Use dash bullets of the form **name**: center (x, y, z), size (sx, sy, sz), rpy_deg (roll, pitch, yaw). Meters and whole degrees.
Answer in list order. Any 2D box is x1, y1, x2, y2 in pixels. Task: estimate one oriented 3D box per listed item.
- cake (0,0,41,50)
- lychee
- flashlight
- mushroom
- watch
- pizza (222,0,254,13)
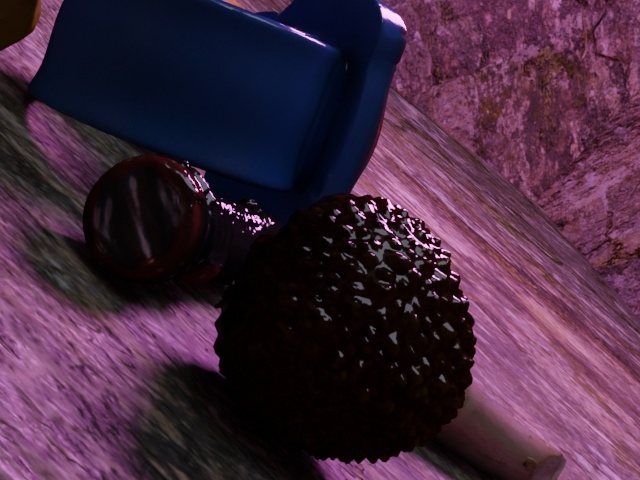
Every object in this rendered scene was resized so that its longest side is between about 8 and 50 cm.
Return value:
- **cake**: center (-0.286, -0.237, 1.042), size (0.156, 0.179, 0.260), rpy_deg (-110, -169, -56)
- **lychee**: center (0.020, 0.062, 1.055), size (0.188, 0.188, 0.188), rpy_deg (40, 11, -9)
- **flashlight**: center (-0.090, -0.003, 1.166), size (0.093, 0.093, 0.232), rpy_deg (45, 7, 18)
- **mushroom**: center (0.132, 0.155, 1.359), size (0.209, 0.071, 0.084), rpy_deg (39, -21, -30)
- **watch**: center (-0.114, -0.152, 1.354), size (0.274, 0.241, 0.305), rpy_deg (15, 7, -42)
- **pizza**: center (-0.164, -0.293, 2.057), size (0.392, 0.080, 0.435), rpy_deg (48, 11, 29)
